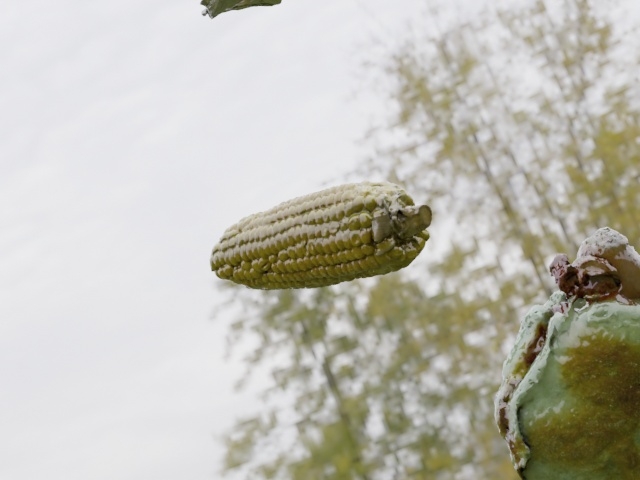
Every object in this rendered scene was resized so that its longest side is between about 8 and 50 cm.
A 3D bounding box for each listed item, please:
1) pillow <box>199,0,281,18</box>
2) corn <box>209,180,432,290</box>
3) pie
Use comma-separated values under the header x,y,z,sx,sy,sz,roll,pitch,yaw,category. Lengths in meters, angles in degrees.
x,y,z,sx,sy,sz,roll,pitch,yaw,category
-0.094,-0.359,1.957,0.208,0.053,0.119,-29,-39,-59,pillow
0.000,0.000,1.453,0.261,0.097,0.097,-14,-8,39,corn
0.293,0.149,1.328,0.257,0.274,0.105,-64,-3,6,pie
